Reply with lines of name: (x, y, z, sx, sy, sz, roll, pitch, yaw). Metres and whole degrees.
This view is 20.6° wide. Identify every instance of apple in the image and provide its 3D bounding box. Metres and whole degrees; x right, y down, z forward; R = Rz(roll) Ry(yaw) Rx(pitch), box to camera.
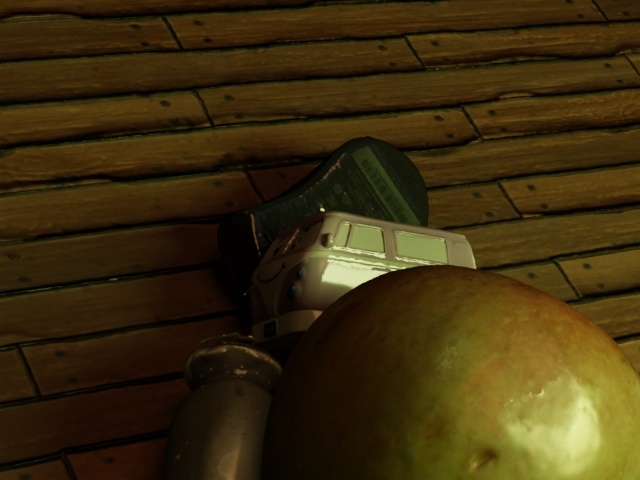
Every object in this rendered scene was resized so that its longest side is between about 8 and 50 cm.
apple: (0.116, 0.195, 1.496, 0.338, 0.338, 0.305, 29, 73, 2)

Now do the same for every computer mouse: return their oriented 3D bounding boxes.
computer mouse: (0.000, 0.000, 1.839, 0.264, 0.088, 0.147, -32, 89, -36)

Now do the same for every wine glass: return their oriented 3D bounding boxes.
wine glass: (-0.085, 0.194, 1.585, 0.111, 0.111, 0.204, 15, 47, -14)

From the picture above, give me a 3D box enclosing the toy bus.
toy bus: (0.038, 0.053, 1.717, 0.202, 0.142, 0.142, 9, 76, -28)
